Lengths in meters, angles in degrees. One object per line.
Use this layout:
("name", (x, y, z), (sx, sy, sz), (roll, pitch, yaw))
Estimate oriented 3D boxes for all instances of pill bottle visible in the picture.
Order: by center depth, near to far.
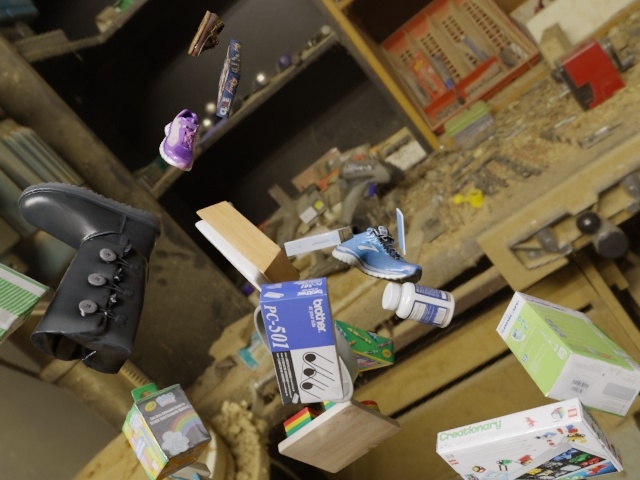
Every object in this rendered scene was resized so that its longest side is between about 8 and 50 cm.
("pill bottle", (0.177, 0.114, 1.141), (0.067, 0.120, 0.067), (-165, 90, -81))

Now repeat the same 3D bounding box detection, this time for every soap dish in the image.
("soap dish", (-0.194, 0.032, 1.739), (0.118, 0.229, 0.291), (-46, 61, -9))

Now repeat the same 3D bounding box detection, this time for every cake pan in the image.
("cake pan", (-0.028, 0.244, 1.424), (0.054, 0.293, 0.293), (-42, 15, -31))

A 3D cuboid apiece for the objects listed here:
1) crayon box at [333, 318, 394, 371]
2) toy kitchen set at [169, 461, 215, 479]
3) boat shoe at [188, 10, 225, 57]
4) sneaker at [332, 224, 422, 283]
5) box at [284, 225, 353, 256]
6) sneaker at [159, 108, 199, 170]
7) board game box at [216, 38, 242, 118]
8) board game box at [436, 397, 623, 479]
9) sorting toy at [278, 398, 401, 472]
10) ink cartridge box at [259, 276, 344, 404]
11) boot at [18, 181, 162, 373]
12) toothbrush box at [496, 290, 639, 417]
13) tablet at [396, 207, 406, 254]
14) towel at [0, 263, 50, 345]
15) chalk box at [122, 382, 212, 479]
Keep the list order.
("crayon box", (0.077, 0.330, 1.928), (0.165, 0.278, 0.081), (-23, 55, 39))
("toy kitchen set", (-0.370, 0.723, 1.711), (0.166, 0.122, 0.207), (-61, 30, -2))
("boat shoe", (-0.334, -0.609, 1.864), (0.073, 0.073, 0.207), (-39, 29, 45))
("sneaker", (0.172, 0.032, 1.859), (0.330, 0.129, 0.147), (25, 97, 45))
("box", (0.000, 0.000, 1.644), (0.145, 0.038, 0.186), (-13, 3, 13))
("sneaker", (-0.383, -0.290, 1.756), (0.104, 0.095, 0.236), (-45, 34, 25))
("board game box", (-0.306, -0.545, 2.102), (0.243, 0.042, 0.165), (-97, 25, -48))
("board game box", (0.416, 0.426, 1.262), (0.305, 0.193, 0.053), (-26, 31, 30))
("sorting toy", (0.049, 0.527, 1.766), (0.257, 0.255, 0.089), (-39, 42, 17))
("ink cartridge box", (-0.025, 0.155, 0.935), (0.097, 0.207, 0.046), (-7, 32, 4))
("boot", (-0.593, 0.078, 1.491), (0.146, 0.366, 0.445), (114, 163, -44))
("toothbrush box", (0.565, 0.253, 1.435), (0.283, 0.206, 0.122), (-107, 37, -66))
("tablet", (0.161, -0.018, 1.244), (0.006, 0.083, 0.054), (-7, 19, -3))
("towel", (-0.721, 0.135, 1.235), (0.038, 0.247, 0.325), (-55, 11, 28))
("chalk box", (-0.388, 0.450, 1.527), (0.132, 0.213, 0.132), (-15, -32, -44))
